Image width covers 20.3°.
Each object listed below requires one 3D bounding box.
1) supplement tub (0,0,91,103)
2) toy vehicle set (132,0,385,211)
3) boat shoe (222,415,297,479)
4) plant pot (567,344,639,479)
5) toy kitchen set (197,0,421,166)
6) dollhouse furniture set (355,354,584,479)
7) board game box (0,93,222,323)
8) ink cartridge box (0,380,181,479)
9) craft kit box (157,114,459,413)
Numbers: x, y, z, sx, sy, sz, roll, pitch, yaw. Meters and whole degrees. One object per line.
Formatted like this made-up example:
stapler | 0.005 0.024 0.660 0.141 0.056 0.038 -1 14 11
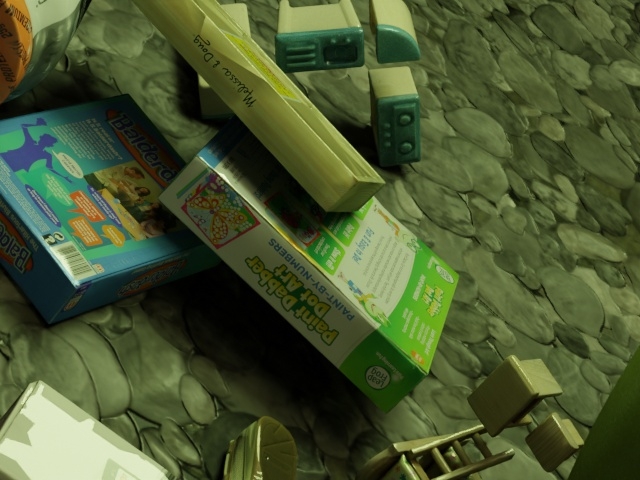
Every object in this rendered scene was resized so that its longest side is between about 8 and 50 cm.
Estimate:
supplement tub | -0.266 -0.231 1.398 0.193 0.193 0.316 32 32 -14
toy vehicle set | -0.059 -0.131 1.432 0.267 0.035 0.166 47 7 7
boat shoe | -0.052 0.193 1.260 0.056 0.048 0.153 37 37 -29
plant pot | 0.330 0.176 1.437 0.274 0.293 0.275 28 34 -21
toy kitchen set | -0.008 -0.127 1.671 0.207 0.166 0.122 -6 43 -2
dollhouse furniture set | 0.137 0.206 1.323 0.101 0.161 0.182 -2 51 -47
board game box | -0.178 -0.030 1.385 0.160 0.047 0.210 50 33 15
ink cartridge box | -0.134 0.202 1.055 0.203 0.148 0.086 36 34 -7
craft kit box | 0.000 0.000 1.468 0.246 0.061 0.250 41 19 -3
